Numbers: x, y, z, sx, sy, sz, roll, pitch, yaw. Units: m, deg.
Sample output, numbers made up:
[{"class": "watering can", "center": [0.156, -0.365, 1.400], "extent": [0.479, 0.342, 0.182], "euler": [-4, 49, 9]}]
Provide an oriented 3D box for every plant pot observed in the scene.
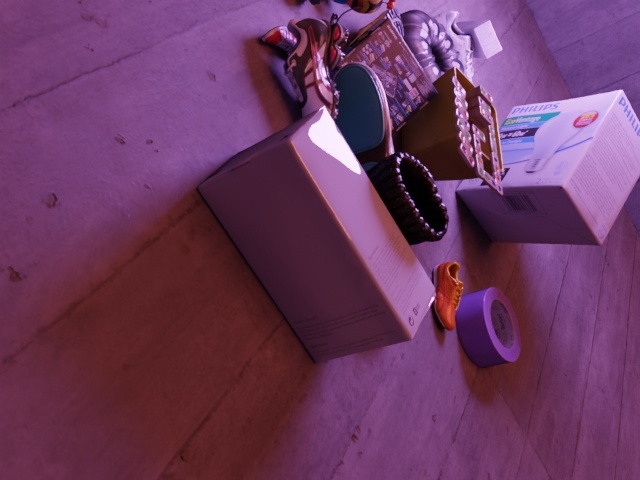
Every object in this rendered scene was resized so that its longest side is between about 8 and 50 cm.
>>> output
[{"class": "plant pot", "center": [0.320, -0.269, 1.736], "extent": [0.212, 0.187, 0.212], "euler": [31, 49, -42]}]

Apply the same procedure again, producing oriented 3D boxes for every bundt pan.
[{"class": "bundt pan", "center": [0.288, -0.476, 1.859], "extent": [0.331, 0.124, 0.330], "euler": [27, 53, -43]}]

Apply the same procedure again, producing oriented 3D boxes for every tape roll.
[{"class": "tape roll", "center": [0.418, 0.216, 1.706], "extent": [0.189, 0.080, 0.188], "euler": [27, 53, -43]}]

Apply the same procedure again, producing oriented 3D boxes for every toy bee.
[{"class": "toy bee", "center": [0.098, -0.606, 1.650], "extent": [0.162, 0.195, 0.298], "euler": [3, 92, -9]}]

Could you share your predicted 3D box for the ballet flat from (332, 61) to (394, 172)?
[{"class": "ballet flat", "center": [0.108, -0.179, 1.485], "extent": [0.139, 0.139, 0.400], "euler": [-8, 83, -54]}]

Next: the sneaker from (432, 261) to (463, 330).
[{"class": "sneaker", "center": [0.302, 0.126, 1.612], "extent": [0.064, 0.067, 0.175], "euler": [30, 52, -43]}]

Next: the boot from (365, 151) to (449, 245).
[{"class": "boot", "center": [0.141, 0.012, 1.290], "extent": [0.348, 0.260, 0.131], "euler": [46, 41, -27]}]

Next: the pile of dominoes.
[{"class": "pile of dominoes", "center": [0.379, -0.253, 1.609], "extent": [0.196, 0.040, 0.251], "euler": [29, 50, -42]}]

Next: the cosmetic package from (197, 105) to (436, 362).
[{"class": "cosmetic package", "center": [0.000, 0.000, 1.156], "extent": [0.385, 0.217, 0.156], "euler": [60, 36, -15]}]

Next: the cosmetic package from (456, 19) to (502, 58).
[{"class": "cosmetic package", "center": [0.467, -0.617, 2.106], "extent": [0.098, 0.060, 0.239], "euler": [61, -1, -20]}]

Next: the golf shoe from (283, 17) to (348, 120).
[{"class": "golf shoe", "center": [-0.024, -0.315, 1.389], "extent": [0.120, 0.105, 0.272], "euler": [8, 81, -20]}]

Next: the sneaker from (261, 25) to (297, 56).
[{"class": "sneaker", "center": [-0.073, -0.404, 1.416], "extent": [0.067, 0.042, 0.118], "euler": [61, 34, -4]}]

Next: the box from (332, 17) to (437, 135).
[{"class": "box", "center": [0.148, -0.374, 1.599], "extent": [0.175, 0.051, 0.220], "euler": [-44, 113, -10]}]

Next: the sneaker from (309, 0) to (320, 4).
[{"class": "sneaker", "center": [-0.029, -0.637, 1.570], "extent": [0.106, 0.078, 0.234], "euler": [29, 47, -38]}]

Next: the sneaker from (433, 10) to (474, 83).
[{"class": "sneaker", "center": [0.401, -0.537, 2.033], "extent": [0.297, 0.129, 0.111], "euler": [62, 35, -10]}]

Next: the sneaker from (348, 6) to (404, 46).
[{"class": "sneaker", "center": [0.135, -0.511, 1.693], "extent": [0.208, 0.094, 0.081], "euler": [-48, 124, -42]}]

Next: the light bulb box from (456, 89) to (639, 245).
[{"class": "light bulb box", "center": [0.636, -0.190, 1.870], "extent": [0.225, 0.358, 0.361], "euler": [49, 65, -26]}]
